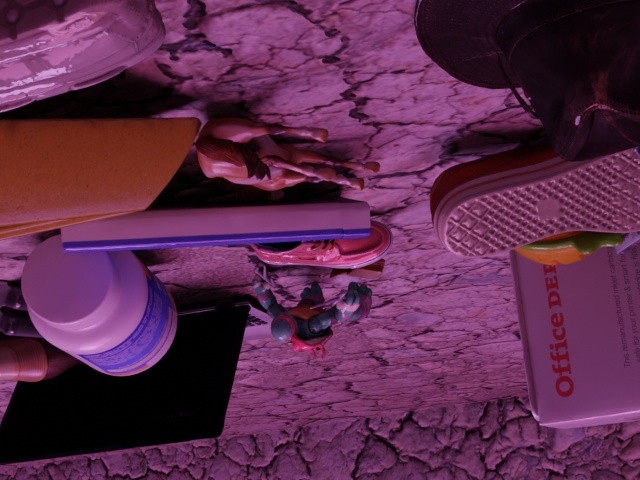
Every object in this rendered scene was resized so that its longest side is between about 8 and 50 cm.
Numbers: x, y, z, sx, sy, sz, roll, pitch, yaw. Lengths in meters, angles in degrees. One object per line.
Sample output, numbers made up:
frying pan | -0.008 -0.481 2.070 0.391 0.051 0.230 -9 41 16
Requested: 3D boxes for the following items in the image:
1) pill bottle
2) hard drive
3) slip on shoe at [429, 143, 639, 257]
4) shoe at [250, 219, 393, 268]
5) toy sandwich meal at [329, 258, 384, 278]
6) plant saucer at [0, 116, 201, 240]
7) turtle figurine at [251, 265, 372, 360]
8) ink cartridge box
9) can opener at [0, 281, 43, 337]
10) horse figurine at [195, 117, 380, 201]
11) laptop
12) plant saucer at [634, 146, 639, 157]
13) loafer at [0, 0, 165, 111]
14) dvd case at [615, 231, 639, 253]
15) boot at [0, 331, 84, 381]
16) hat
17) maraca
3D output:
pill bottle | -0.282 0.078 1.627 0.152 0.152 0.272 -6 164 4
hard drive | -0.119 -0.020 1.420 0.318 0.040 0.210 -3 -176 -8
slip on shoe | 0.273 -0.065 1.403 0.331 0.101 0.123 -13 123 -9
shoe | 0.000 0.000 1.591 0.178 0.064 0.081 -2 170 7
toy sandwich meal | 0.047 0.037 1.803 0.085 0.029 0.085 -5 164 -1
plant saucer | -0.318 -0.039 1.143 0.332 0.081 0.333 -11 180 29
turtle figurine | -0.021 0.099 1.821 0.175 0.118 0.234 16 -171 21
ink cartridge box | 0.452 0.072 1.598 0.384 0.279 0.160 -12 164 25
can opener | -0.438 0.091 1.820 0.283 0.076 0.095 9 -169 -42
horse figurine | -0.053 -0.079 1.270 0.174 0.066 0.263 5 177 20
laptop | -0.262 0.238 2.049 0.382 0.236 0.408 -9 164 17
plant saucer | 0.392 -0.077 1.373 0.067 0.018 0.192 -49 132 2
loafer | -0.270 -0.132 0.955 0.319 0.112 0.111 -10 155 16
dvd case | 0.367 -0.041 1.513 0.013 0.087 0.119 -10 166 -16
boot | -0.442 0.163 1.965 0.206 0.090 0.248 -8 -168 -36
hat | 0.236 -0.139 1.049 0.331 0.134 0.331 -4 165 -1
maraca | 0.291 -0.020 1.498 0.127 0.099 0.185 -35 -153 -29
